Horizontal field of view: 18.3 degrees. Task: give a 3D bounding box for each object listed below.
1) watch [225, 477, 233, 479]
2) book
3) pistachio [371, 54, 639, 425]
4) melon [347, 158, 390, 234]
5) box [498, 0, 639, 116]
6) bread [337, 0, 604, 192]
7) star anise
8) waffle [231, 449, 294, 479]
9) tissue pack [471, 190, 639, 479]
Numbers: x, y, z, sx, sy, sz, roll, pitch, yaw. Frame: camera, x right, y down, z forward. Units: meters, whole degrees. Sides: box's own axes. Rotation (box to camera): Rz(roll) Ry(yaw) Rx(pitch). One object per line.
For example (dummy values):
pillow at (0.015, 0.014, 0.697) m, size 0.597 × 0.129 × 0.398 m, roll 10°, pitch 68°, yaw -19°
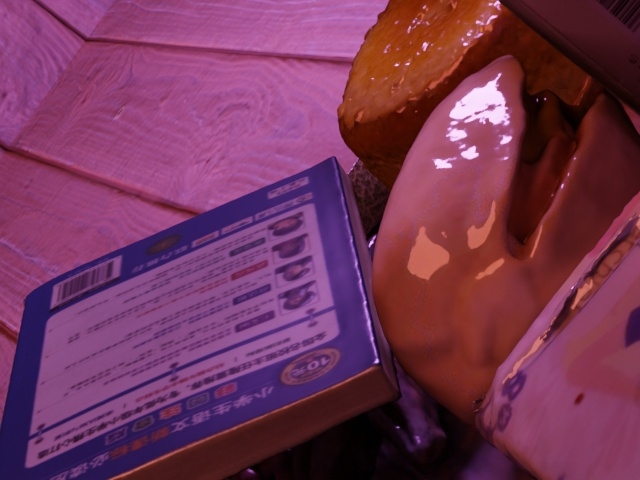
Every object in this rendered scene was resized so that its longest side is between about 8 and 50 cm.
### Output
watch at (-0.151, 0.252, 1.502) m, size 0.248 × 0.217 × 0.211 m, roll -50°, pitch 21°, yaw 4°
book at (-0.100, 0.073, 1.481) m, size 0.300 × 0.039 × 0.428 m, roll -23°, pitch 21°, yaw 6°
pistachio at (0.138, 0.001, 1.376) m, size 0.187 × 0.187 × 0.299 m, roll -35°, pitch 21°, yaw 38°
melon at (0.005, -0.005, 1.779) m, size 0.098 × 0.054 × 0.182 m, roll -42°, pitch 7°, yaw 48°
box at (0.213, -0.161, 1.415) m, size 0.095 × 0.212 × 0.168 m, roll -52°, pitch 22°, yaw 4°
bread at (0.130, -0.137, 1.646) m, size 0.268 × 0.146 × 0.268 m, roll -39°, pitch 25°, yaw 22°
star anise at (0.051, 0.100, 1.495) m, size 0.198 × 0.110 × 0.257 m, roll -14°, pitch 48°, yaw 36°
waffle at (-0.036, 0.135, 1.678) m, size 0.221 × 0.055 × 0.234 m, roll -20°, pitch 39°, yaw 56°
tissue pack at (0.238, 0.083, 1.094) m, size 0.242 × 0.125 × 0.344 m, roll -53°, pitch 19°, yaw 1°
